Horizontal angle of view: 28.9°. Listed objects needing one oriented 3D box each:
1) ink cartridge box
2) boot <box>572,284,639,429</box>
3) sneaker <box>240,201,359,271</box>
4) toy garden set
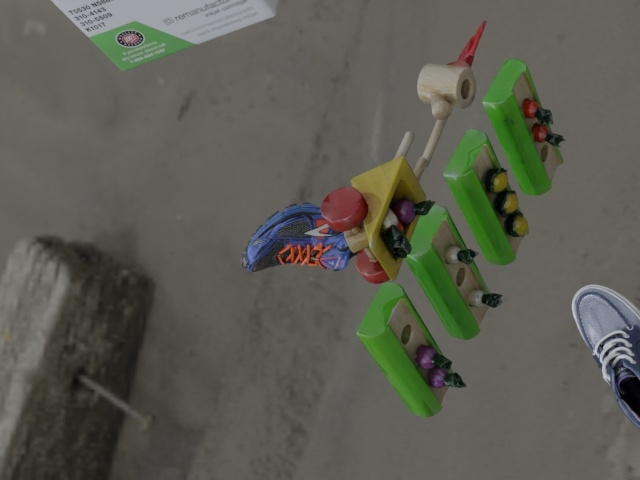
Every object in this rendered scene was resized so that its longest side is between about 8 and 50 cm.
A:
[{"bbox_3d":[-0.194,-0.318,1.229,0.201,0.278,0.117,-15,52,26],"label":"ink cartridge box"},{"bbox_3d":[0.319,0.121,1.301,0.069,0.086,0.190,-44,63,20],"label":"boot"},{"bbox_3d":[0.000,0.000,1.588,0.087,0.221,0.083,60,151,24],"label":"sneaker"},{"bbox_3d":[0.100,-0.029,0.841,0.049,0.204,0.244,12,60,35],"label":"toy garden set"}]
